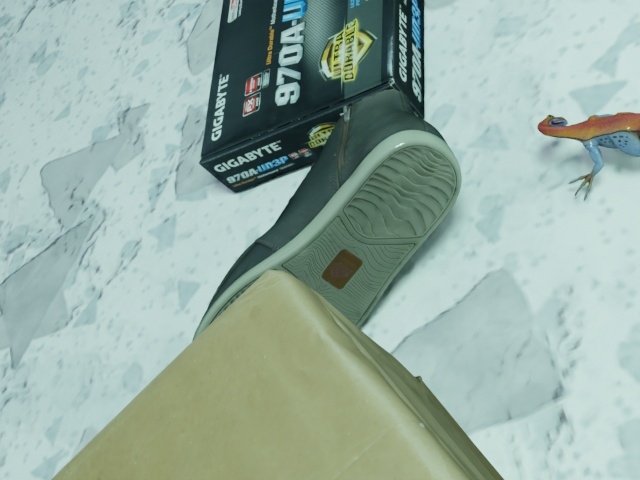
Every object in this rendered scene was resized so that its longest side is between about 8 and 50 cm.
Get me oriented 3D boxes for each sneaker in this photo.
[{"bbox_3d":[0.000,0.000,0.702,0.222,0.083,0.118,-43,23,14],"label":"sneaker"}]

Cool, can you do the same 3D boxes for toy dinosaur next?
[{"bbox_3d":[0.171,-0.069,0.611,0.082,0.090,0.047,17,50,12],"label":"toy dinosaur"}]

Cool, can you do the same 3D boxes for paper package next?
[{"bbox_3d":[-0.028,0.223,0.472,0.325,0.168,0.309,-46,40,2],"label":"paper package"}]

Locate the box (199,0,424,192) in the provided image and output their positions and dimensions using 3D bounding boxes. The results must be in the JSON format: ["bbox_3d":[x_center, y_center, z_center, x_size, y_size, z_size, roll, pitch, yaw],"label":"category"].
[{"bbox_3d":[-0.004,-0.160,0.831,0.175,0.051,0.220,-18,50,28],"label":"box"}]
